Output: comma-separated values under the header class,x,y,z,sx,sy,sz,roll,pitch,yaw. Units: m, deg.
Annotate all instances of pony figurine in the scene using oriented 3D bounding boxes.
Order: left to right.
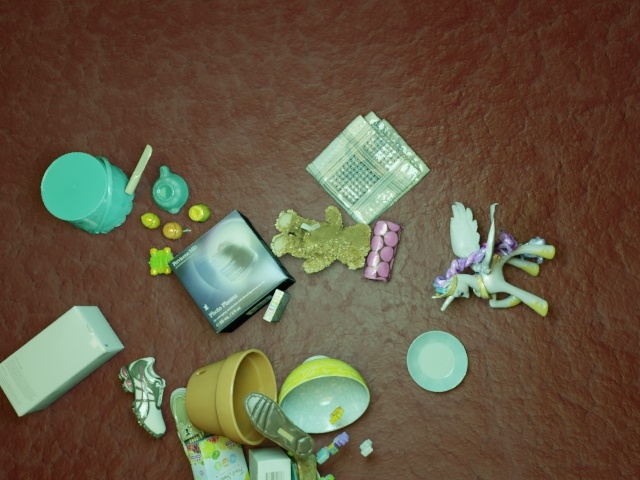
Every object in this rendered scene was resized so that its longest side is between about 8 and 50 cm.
class,x,y,z,sx,sy,sz,roll,pitch,yaw
pony figurine,0.542,0.064,1.725,0.363,0.303,0.351,7,92,-8

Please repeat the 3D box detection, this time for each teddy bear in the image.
class,x,y,z,sx,sy,sz,roll,pitch,yaw
teddy bear,0.000,0.000,1.845,0.337,0.113,0.245,-5,59,-3

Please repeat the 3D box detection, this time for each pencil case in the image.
class,x,y,z,sx,sy,sz,roll,pitch,yaw
pencil case,0.212,0.036,1.837,0.098,0.095,0.210,17,86,-22

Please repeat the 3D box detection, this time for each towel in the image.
class,x,y,z,sx,sy,sz,roll,pitch,yaw
towel,0.165,-0.253,1.896,0.324,0.056,0.312,-43,80,-1

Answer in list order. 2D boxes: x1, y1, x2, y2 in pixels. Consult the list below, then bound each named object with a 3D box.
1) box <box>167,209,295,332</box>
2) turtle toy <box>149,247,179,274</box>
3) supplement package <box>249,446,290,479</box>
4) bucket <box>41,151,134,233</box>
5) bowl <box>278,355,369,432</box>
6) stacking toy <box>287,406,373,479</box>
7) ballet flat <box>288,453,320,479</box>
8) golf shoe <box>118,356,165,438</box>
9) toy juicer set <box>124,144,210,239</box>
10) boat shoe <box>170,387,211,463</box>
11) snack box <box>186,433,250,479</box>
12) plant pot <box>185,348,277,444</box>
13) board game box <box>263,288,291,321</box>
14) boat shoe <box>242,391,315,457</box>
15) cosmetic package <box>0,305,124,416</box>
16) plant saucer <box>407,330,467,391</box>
class,x,y,z,sx,sy,sz,roll,pitch,yaw
box,-0.296,0.108,1.835,0.296,0.183,0.294,-39,79,0
turtle toy,-0.541,0.075,1.923,0.130,0.066,0.095,-4,81,6
supplement package,-0.162,0.726,1.722,0.105,0.179,0.105,0,82,-15
bucket,-0.822,-0.171,1.929,0.280,0.183,0.281,-1,82,6
bowl,0.001,0.465,1.747,0.289,0.290,0.156,-19,39,3
stacking toy,0.033,0.646,1.704,0.221,0.052,0.167,-40,100,6
ballet flat,-0.042,0.855,1.745,0.123,0.123,0.349,-5,83,6
golf shoe,-0.578,0.531,1.849,0.120,0.105,0.273,-28,81,-5
toy juicer set,-0.568,-0.149,1.949,0.209,0.089,0.329,-41,90,6
boat shoe,-0.420,0.636,1.818,0.109,0.094,0.302,-28,80,2
snack box,-0.322,0.728,1.752,0.070,0.174,0.207,-22,81,32
plant pot,-0.292,0.502,1.746,0.203,0.291,0.291,-9,81,22
board game box,-0.141,0.218,1.814,0.026,0.154,0.104,24,85,10
boat shoe,-0.133,0.557,1.637,0.257,0.095,0.095,43,71,4
cosmetic package,-0.896,0.407,1.872,0.365,0.155,0.197,-36,81,0
plant saucer,0.381,0.395,1.791,0.194,0.037,0.195,-1,83,6
